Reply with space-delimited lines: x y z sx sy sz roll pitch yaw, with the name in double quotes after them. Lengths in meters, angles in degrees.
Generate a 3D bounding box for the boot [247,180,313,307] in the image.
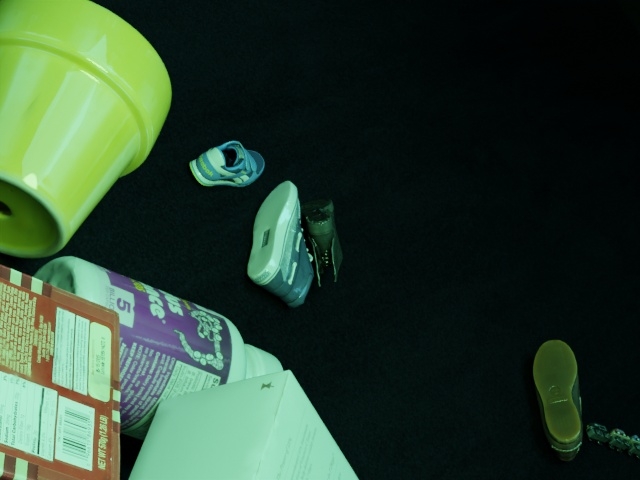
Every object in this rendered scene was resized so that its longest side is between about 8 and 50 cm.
-0.048 0.007 2.015 0.086 0.069 0.190 41 42 -28 "boot"

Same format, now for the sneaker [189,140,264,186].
-0.121 -0.111 2.033 0.144 0.059 0.053 -13 67 -55 "sneaker"

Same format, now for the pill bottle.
-0.193 0.141 1.614 0.302 0.169 0.169 25 42 -35 "pill bottle"

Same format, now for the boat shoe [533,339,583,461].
0.384 0.259 2.294 0.073 0.073 0.207 73 16 -47 "boat shoe"

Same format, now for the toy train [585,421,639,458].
0.501 0.336 2.393 0.158 0.027 0.036 23 33 -36 "toy train"

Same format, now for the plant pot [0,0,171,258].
-0.330 -0.121 1.650 0.254 0.254 0.239 36 53 -22 "plant pot"

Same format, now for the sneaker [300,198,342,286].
0.003 -0.001 2.083 0.170 0.051 0.089 -96 175 -74 "sneaker"

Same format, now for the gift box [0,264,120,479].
-0.332 0.193 1.319 0.276 0.258 0.255 30 40 -31 "gift box"

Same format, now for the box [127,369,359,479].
-0.048 0.344 1.503 0.345 0.168 0.215 60 28 -28 "box"
